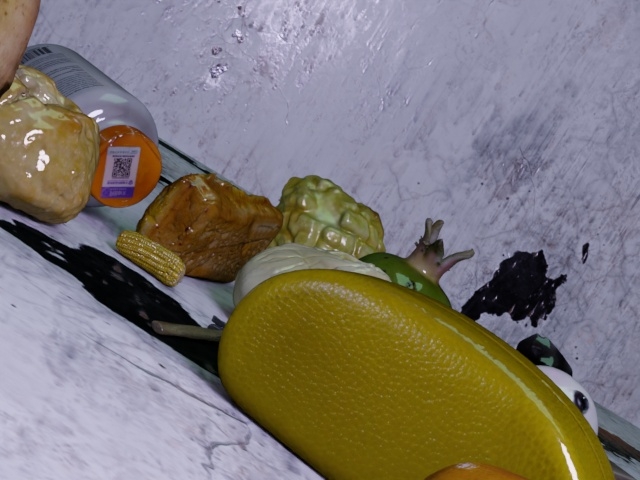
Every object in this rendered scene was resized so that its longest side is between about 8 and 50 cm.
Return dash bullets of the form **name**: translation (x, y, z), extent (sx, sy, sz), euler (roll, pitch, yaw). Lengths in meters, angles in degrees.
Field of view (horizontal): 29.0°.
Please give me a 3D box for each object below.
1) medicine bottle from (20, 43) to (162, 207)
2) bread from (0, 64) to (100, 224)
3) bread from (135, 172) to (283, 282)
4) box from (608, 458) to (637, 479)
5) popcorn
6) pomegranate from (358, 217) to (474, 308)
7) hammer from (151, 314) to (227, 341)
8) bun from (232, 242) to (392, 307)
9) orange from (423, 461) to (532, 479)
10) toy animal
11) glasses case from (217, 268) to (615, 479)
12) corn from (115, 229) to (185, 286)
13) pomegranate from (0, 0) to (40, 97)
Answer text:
- **medicine bottle**: translation (-0.307, -0.139, 1.578), extent (0.157, 0.157, 0.289), euler (28, 6, -41)
- **bread**: translation (-0.342, -0.125, 1.339), extent (0.244, 0.134, 0.244), euler (35, 3, -2)
- **bread**: translation (-0.134, -0.017, 1.565), extent (0.077, 0.139, 0.271), euler (44, 10, 17)
- **box**: translation (0.346, 0.307, 1.796), extent (0.201, 0.058, 0.141), euler (37, 6, 39)
- **popcorn**: translation (0.009, 0.007, 1.983), extent (0.217, 0.181, 0.235), euler (33, 9, -10)
- **pomegranate**: translation (0.117, 0.076, 1.709), extent (0.181, 0.224, 0.181), euler (39, 8, -6)
- **hammer**: translation (-0.120, 0.092, 1.243), extent (0.062, 0.017, 0.182), euler (34, 6, 25)
- **bun**: translation (0.010, 0.080, 1.472), extent (0.229, 0.145, 0.229), euler (35, 6, -4)
- **orange**: translation (0.123, 0.221, 0.841), extent (0.156, 0.124, 0.156), euler (18, -6, 2)
- **toy animal**: translation (0.278, 0.219, 1.591), extent (0.138, 0.166, 0.179), euler (5, 9, -10)
- **glasses case**: translation (0.091, 0.147, 1.059), extent (0.371, 0.173, 0.141), euler (34, 9, 26)
- **corn**: translation (-0.194, 0.018, 1.413), extent (0.092, 0.037, 0.037), euler (29, 4, 13)
- **pomegranate**: translation (-0.397, -0.240, 1.119), extent (0.322, 0.322, 0.322), euler (32, 5, -3)
